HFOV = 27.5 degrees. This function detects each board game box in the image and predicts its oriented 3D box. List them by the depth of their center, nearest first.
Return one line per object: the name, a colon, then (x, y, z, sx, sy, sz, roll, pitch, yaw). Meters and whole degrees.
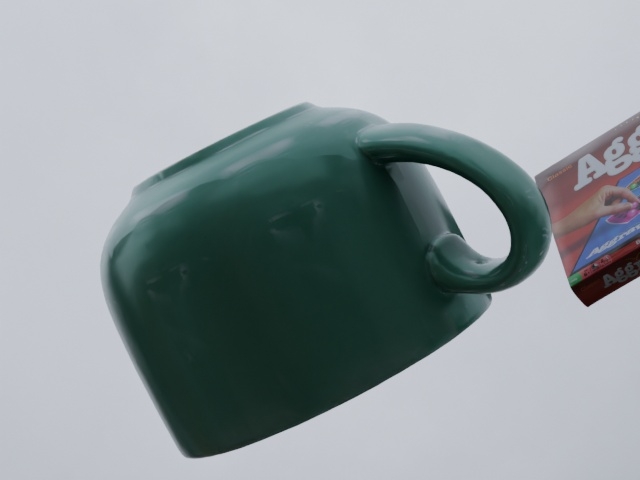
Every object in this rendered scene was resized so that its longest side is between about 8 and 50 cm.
board game box: (0.288, -0.073, 0.925, 0.281, 0.145, 0.027, -33, -60, 18)

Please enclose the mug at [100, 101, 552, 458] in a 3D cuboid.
mug: (-0.004, 0.001, 0.487, 0.158, 0.129, 0.097, -27, -87, 2)
